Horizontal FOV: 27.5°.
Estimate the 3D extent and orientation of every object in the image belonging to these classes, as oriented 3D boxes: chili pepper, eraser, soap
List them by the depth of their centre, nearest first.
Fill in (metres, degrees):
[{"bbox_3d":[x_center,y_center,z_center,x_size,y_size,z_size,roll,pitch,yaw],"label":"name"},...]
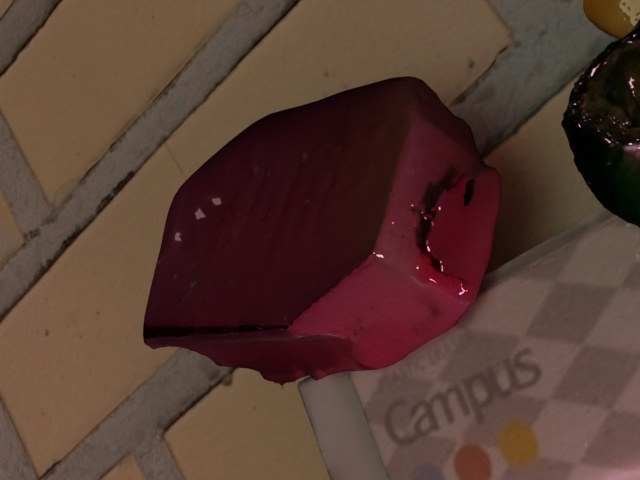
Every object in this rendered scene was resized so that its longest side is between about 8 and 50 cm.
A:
[{"bbox_3d":[0.280,-0.084,0.848,0.116,0.264,0.148,-99,5,-54],"label":"chili pepper"},{"bbox_3d":[0.172,0.126,1.008,0.397,0.082,0.213,-32,71,35],"label":"eraser"},{"bbox_3d":[0.000,0.000,1.061,0.325,0.127,0.220,-6,67,47],"label":"soap"}]

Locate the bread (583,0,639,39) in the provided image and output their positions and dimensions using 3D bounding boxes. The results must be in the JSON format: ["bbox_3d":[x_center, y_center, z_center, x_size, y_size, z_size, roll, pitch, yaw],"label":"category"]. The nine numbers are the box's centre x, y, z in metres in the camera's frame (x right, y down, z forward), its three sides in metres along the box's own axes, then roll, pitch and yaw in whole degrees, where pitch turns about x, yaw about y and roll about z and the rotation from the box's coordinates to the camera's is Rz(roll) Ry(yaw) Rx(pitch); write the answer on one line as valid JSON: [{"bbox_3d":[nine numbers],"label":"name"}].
[{"bbox_3d":[0.265,-0.212,0.917,0.134,0.085,0.173,20,104,27],"label":"bread"}]
